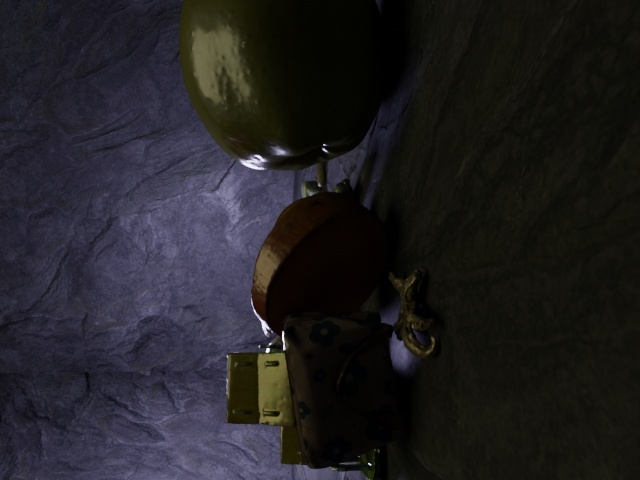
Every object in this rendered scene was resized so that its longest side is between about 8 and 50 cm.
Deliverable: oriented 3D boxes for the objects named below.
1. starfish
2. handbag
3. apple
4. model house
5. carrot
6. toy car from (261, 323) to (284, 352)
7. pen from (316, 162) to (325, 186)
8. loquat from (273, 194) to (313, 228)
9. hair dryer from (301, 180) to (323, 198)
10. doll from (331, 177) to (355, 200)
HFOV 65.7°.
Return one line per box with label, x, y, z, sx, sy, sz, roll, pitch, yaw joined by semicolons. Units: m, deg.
starfish;0.136;0.111;0.806;0.209;0.053;0.150;-99;17;-60
handbag;0.040;0.247;0.887;0.190;0.193;0.251;-123;24;-86
apple;-0.074;-0.370;1.058;0.473;0.474;0.473;-179;90;-82
model house;-0.053;0.368;1.139;0.340;0.324;0.300;119;152;-74
carrot;-0.003;0.059;0.975;0.307;0.258;0.100;-55;41;-1
toy car;-0.149;0.513;2.178;0.242;0.226;0.335;115;156;-71
pen;0.001;-0.314;1.947;0.040;0.032;0.233;-36;48;50
loquat;0.000;0.000;1.169;0.235;0.235;0.235;-179;90;-82
hair dryer;-0.013;-0.145;1.976;0.237;0.075;0.206;174;90;-74
doll;0.059;-0.098;1.343;0.214;0.072;0.103;88;-168;-67
